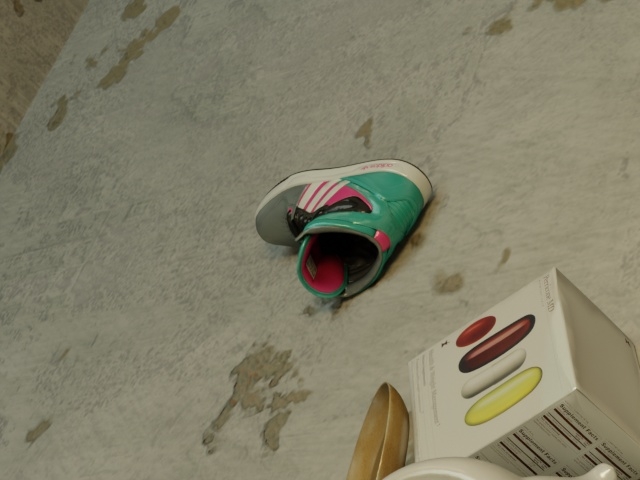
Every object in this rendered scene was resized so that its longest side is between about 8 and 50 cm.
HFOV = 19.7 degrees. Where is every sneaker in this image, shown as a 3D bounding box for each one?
[{"bbox_3d":[0.000,0.000,2.460,0.296,0.124,0.178,-15,33,43],"label":"sneaker"}]

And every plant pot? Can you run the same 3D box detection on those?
[{"bbox_3d":[0.053,0.268,1.953,0.236,0.032,0.236,-164,90,-85],"label":"plant pot"}]

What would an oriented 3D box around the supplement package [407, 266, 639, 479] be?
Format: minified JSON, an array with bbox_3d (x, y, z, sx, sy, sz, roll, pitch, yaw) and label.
[{"bbox_3d":[0.216,0.178,1.915,0.203,0.149,0.194,-35,31,23],"label":"supplement package"}]

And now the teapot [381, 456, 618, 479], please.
[{"bbox_3d":[0.145,0.337,1.793,0.256,0.187,0.252,-4,76,30],"label":"teapot"}]
